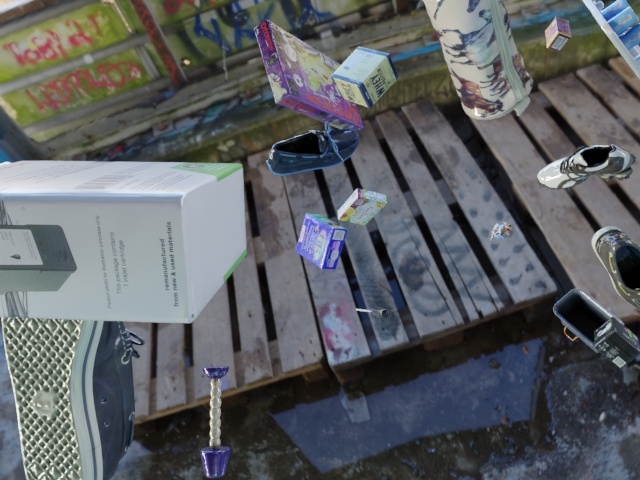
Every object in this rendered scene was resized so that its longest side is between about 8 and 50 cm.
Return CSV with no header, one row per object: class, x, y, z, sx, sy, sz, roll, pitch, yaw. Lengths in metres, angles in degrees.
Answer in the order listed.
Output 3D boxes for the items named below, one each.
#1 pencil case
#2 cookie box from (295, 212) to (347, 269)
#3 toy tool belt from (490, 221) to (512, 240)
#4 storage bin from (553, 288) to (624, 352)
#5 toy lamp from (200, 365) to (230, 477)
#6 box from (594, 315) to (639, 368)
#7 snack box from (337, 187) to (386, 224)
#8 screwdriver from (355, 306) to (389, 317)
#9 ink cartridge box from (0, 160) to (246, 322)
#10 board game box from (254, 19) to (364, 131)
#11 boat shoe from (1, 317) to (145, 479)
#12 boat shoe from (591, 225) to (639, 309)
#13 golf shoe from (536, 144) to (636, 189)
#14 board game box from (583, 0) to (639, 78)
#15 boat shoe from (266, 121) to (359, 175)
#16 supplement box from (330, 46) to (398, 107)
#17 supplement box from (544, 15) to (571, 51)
pencil case,0.328,-0.452,1.075,0.160,0.410,0.183,-35,36,0
cookie box,0.000,0.000,1.077,0.107,0.040,0.092,32,110,50
toy tool belt,0.552,-0.021,1.566,0.052,0.083,0.051,39,81,-3
storage bin,0.606,0.196,1.167,0.098,0.091,0.135,-41,50,-1
toy lamp,-0.275,0.472,1.341,0.080,0.080,0.275,-5,80,15
box,0.575,0.197,0.992,0.062,0.052,0.083,43,28,12
snack box,0.128,-0.103,1.591,0.100,0.141,0.037,9,60,-21
screwdriver,0.105,0.155,1.113,0.025,0.170,0.024,0,85,-22
ink cartridge box,-0.230,-0.012,0.510,0.273,0.115,0.198,1,16,6
board game box,-0.017,-0.406,1.313,0.056,0.347,0.208,-20,78,32
boat shoe,-0.403,0.181,0.859,0.186,0.156,0.500,1,97,18
boat shoe,0.603,0.072,0.975,0.081,0.228,0.069,-40,17,17
golf shoe,0.542,-0.163,1.073,0.198,0.094,0.077,-10,60,48
board game box,0.626,-0.404,1.026,0.050,0.390,0.390,-37,35,36
boat shoe,-0.007,-0.232,1.293,0.258,0.089,0.109,-26,66,-23
supplement box,0.081,-0.302,0.944,0.083,0.056,0.083,-49,48,-9
supplement box,0.680,-0.591,1.464,0.043,0.055,0.083,16,57,-6
